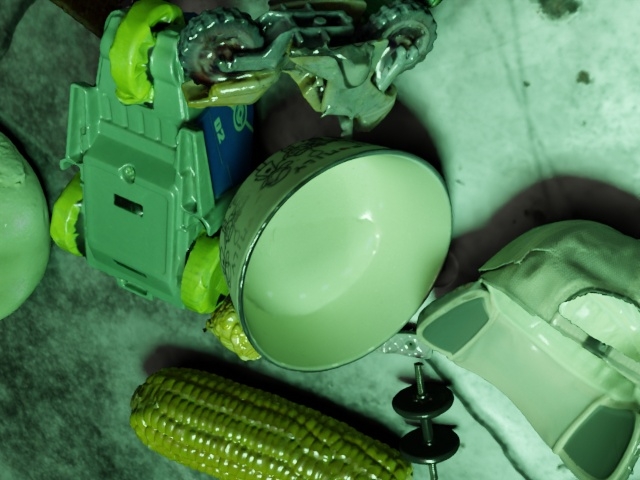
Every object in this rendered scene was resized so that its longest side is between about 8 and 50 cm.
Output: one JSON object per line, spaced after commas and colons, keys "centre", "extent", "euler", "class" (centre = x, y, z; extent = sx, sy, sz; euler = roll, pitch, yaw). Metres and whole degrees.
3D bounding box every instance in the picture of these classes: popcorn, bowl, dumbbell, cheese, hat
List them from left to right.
{"centre": [-0.088, 0.093, 0.923], "extent": [0.084, 0.084, 0.084], "euler": [9, 113, 21], "class": "popcorn"}
{"centre": [0.000, 0.000, 0.769], "extent": [0.126, 0.238, 0.237], "euler": [39, 128, 47], "class": "bowl"}
{"centre": [0.032, 0.108, 0.885], "extent": [0.192, 0.037, 0.097], "euler": [5, 113, 23], "class": "cheese"}
{"centre": [0.116, 0.200, 0.866], "extent": [0.069, 0.069, 0.147], "euler": [-2, 108, 25], "class": "dumbbell"}
{"centre": [0.228, 0.097, 0.737], "extent": [0.232, 0.161, 0.275], "euler": [43, 145, 16], "class": "hat"}

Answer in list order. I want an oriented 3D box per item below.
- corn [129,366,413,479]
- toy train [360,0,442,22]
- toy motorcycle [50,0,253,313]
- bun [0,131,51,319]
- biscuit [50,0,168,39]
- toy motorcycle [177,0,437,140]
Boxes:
{"centre": [-0.065, 0.243, 0.939], "extent": [0.363, 0.120, 0.120], "euler": [17, 116, 16], "class": "corn"}
{"centre": [0.033, -0.263, 0.722], "extent": [0.178, 0.071, 0.104], "euler": [43, 131, 2], "class": "toy train"}
{"centre": [-0.144, -0.102, 0.804], "extent": [0.191, 0.200, 0.326], "euler": [24, 129, 14], "class": "toy motorcycle"}
{"centre": [-0.494, -0.015, 0.989], "extent": [0.293, 0.187, 0.293], "euler": [7, 111, 20], "class": "bun"}
{"centre": [-0.273, -0.315, 0.836], "extent": [0.252, 0.070, 0.106], "euler": [36, 120, 7], "class": "biscuit"}
{"centre": [-0.010, -0.143, 0.679], "extent": [0.130, 0.229, 0.094], "euler": [108, 146, -50], "class": "toy motorcycle"}
